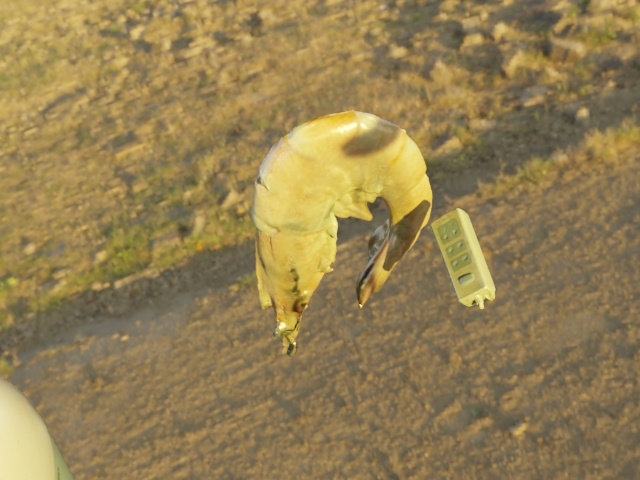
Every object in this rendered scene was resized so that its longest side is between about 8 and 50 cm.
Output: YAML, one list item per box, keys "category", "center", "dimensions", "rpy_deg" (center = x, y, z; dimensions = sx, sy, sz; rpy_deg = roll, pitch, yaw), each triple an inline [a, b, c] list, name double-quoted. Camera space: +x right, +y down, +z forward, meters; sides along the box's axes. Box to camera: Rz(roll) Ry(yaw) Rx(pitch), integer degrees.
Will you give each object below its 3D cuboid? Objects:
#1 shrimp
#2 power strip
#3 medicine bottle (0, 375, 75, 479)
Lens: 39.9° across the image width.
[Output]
- category: "shrimp"
  center: [0.017, -0.004, 0.719]
  dimensions: [0.145, 0.254, 0.059]
  rpy_deg: [-10, 44, -10]
- category: "power strip"
  center: [0.105, 0.013, 0.642]
  dimensions: [0.027, 0.017, 0.083]
  rpy_deg: [-34, 53, 26]
- category: "medicine bottle"
  center: [-0.170, 0.112, 0.387]
  dimensions: [0.110, 0.352, 0.110]
  rpy_deg: [3, 62, -6]
